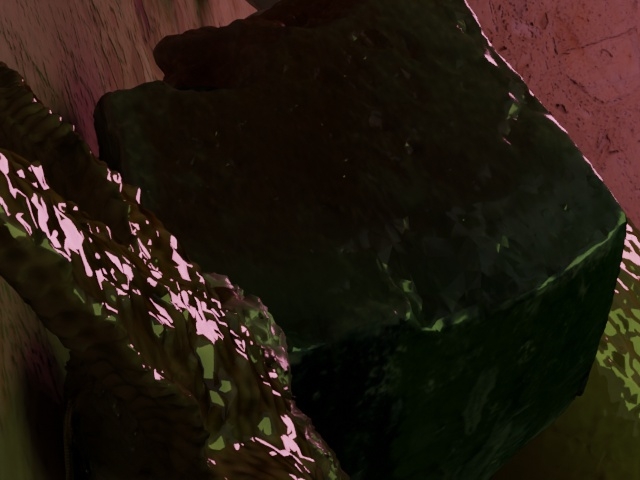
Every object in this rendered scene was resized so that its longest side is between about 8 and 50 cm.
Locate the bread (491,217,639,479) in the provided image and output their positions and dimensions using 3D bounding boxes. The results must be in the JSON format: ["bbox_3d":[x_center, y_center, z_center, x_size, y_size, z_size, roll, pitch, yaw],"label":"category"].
[{"bbox_3d":[0.093,0.101,1.251,0.237,0.321,0.320,-36,118,-47],"label":"bread"}]

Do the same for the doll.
[{"bbox_3d":[-0.040,0.106,0.846,0.105,0.115,0.221,26,-24,39],"label":"doll"}]

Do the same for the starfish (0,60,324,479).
[{"bbox_3d":[-0.064,0.076,0.548,0.384,0.132,0.398,63,14,-77],"label":"starfish"}]

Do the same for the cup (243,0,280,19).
[{"bbox_3d":[-0.035,-0.304,1.696,0.167,0.173,0.299,67,10,-66],"label":"cup"}]

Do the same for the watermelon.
[{"bbox_3d":[0.008,0.002,0.993,0.151,0.264,0.302,-34,-103,62],"label":"watermelon"}]
